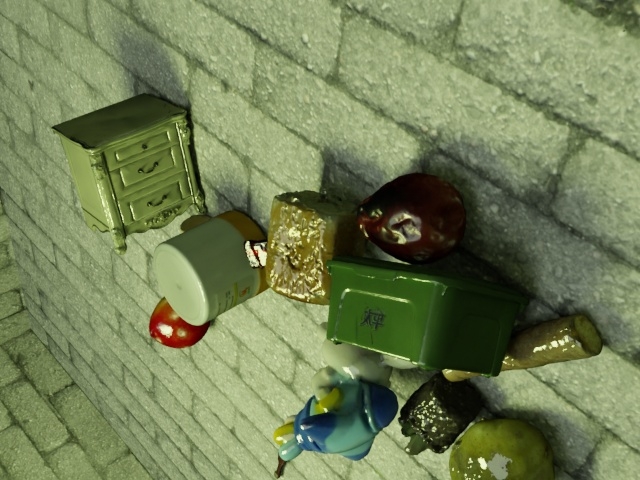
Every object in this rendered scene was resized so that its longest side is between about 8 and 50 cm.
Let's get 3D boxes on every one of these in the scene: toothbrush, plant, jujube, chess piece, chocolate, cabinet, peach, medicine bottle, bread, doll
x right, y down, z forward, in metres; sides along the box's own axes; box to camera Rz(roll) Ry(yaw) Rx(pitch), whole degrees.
[{"bbox_3d":[-0.107,0.650,2.238,0.041,0.041,0.363,43,141,25],"label":"toothbrush"},{"bbox_3d":[0.244,0.367,1.531,0.131,0.142,0.203,38,130,15],"label":"plant"},{"bbox_3d":[0.157,-0.039,1.339,0.236,0.168,0.168,3,115,54],"label":"jujube"},{"bbox_3d":[-0.330,0.019,2.056,0.094,0.094,0.170,25,139,41],"label":"chess piece"},{"bbox_3d":[-0.103,0.026,1.764,0.183,0.028,0.086,-7,110,22],"label":"chocolate"},{"bbox_3d":[-0.500,-0.182,1.946,0.228,0.290,0.317,27,135,42],"label":"cabinet"},{"bbox_3d":[-0.440,0.250,2.245,0.197,0.197,0.197,30,134,36],"label":"peach"},{"bbox_3d":[-0.276,0.070,1.885,0.238,0.232,0.237,31,136,36],"label":"medicine bottle"},{"bbox_3d":[0.000,0.000,1.548,0.196,0.176,0.246,18,112,32],"label":"bread"},{"bbox_3d":[0.063,0.337,1.586,0.187,0.365,0.376,31,161,-10],"label":"doll"}]

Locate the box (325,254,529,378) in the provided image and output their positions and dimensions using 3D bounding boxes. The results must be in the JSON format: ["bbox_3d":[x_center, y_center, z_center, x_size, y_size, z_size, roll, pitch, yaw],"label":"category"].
[{"bbox_3d":[0.176,0.136,1.319,0.329,0.253,0.177,10,88,52],"label":"box"}]

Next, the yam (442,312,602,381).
[{"bbox_3d":[0.349,0.203,1.328,0.357,0.081,0.081,-28,90,52],"label":"yam"}]

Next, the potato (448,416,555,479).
[{"bbox_3d":[0.353,0.444,1.427,0.228,0.149,0.197,-16,96,49],"label":"potato"}]
